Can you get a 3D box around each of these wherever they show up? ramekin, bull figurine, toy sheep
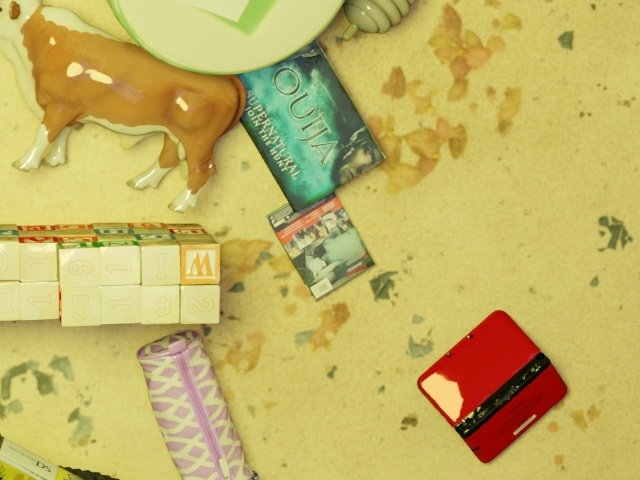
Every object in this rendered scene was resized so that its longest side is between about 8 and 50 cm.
[{"bbox_3d":[-0.104,-0.322,1.691,0.303,0.148,0.303,-9,128,-12],"label":"ramekin"},{"bbox_3d":[-0.242,-0.156,1.777,0.310,0.101,0.188,16,102,-9],"label":"bull figurine"},{"bbox_3d":[0.064,-0.281,1.830,0.091,0.091,0.132,37,85,-15],"label":"toy sheep"}]

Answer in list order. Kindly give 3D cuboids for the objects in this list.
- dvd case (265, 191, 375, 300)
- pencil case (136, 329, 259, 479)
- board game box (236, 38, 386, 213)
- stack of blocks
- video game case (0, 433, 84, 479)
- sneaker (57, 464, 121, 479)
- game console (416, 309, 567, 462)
[{"bbox_3d":[0.000,0.000,1.899,0.087,0.013,0.119,-32,103,-5],"label":"dvd case"},{"bbox_3d":[-0.146,0.206,1.863,0.086,0.088,0.206,-23,102,-10],"label":"pencil case"},{"bbox_3d":[-0.023,-0.143,1.856,0.126,0.026,0.186,-32,100,-5],"label":"board game box"},{"bbox_3d":[-0.269,0.036,1.765,0.297,0.171,0.087,-1,99,-12],"label":"stack of blocks"},{"bbox_3d":[-0.322,0.361,1.809,0.248,0.035,0.275,31,124,-15],"label":"video game case"},{"bbox_3d":[-0.243,0.346,1.854,0.319,0.112,0.131,17,95,-12],"label":"sneaker"},{"bbox_3d":[0.213,0.181,1.975,0.144,0.085,0.124,-41,136,-3],"label":"game console"}]
